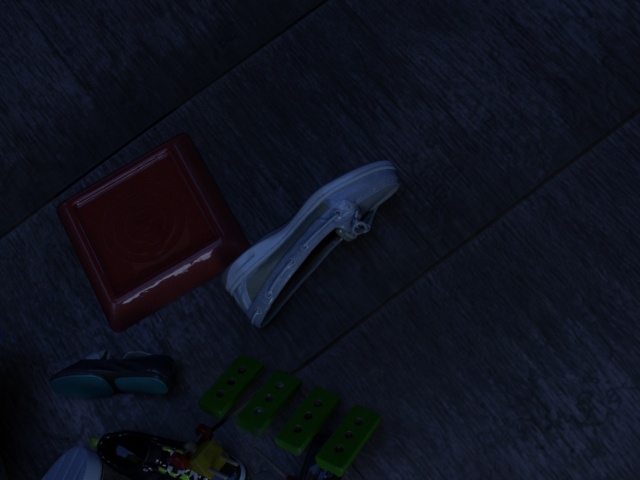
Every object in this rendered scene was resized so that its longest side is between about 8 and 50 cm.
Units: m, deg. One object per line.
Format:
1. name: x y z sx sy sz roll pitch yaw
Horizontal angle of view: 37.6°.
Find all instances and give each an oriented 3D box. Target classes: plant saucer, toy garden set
1. plant saucer: -0.280 -0.024 1.517 0.259 0.048 0.258 -31 69 0
2. toy garden set: -0.070 0.283 1.319 0.244 0.049 0.204 20 46 27

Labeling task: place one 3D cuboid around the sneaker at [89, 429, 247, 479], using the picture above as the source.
1. sneaker: -0.225 0.328 1.358 0.235 0.097 0.084 8 74 13

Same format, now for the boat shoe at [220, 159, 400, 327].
1. boat shoe: -0.002 0.000 1.424 0.320 0.118 0.103 -37 75 1

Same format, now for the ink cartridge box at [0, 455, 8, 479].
1. ink cartridge box: -0.591 0.371 1.379 0.223 0.129 0.307 -30 62 -1

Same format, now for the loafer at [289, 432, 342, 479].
1. loafer: -0.020 0.355 1.336 0.061 0.062 0.170 24 67 24

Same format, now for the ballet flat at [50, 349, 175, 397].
1. ballet flat: -0.313 0.202 1.440 0.203 0.074 0.074 -4 71 16

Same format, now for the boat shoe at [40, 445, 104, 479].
1. boat shoe: -0.360 0.456 1.297 0.121 0.119 0.335 4 71 50

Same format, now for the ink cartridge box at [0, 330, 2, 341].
1. ink cartridge box: -0.547 0.277 1.306 0.165 0.065 0.332 -8 62 7
